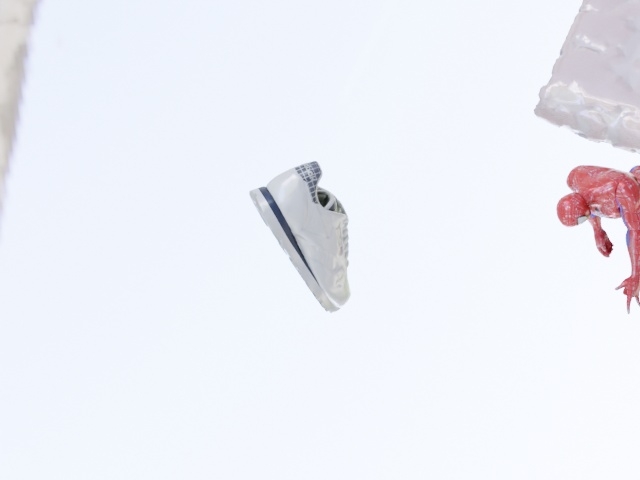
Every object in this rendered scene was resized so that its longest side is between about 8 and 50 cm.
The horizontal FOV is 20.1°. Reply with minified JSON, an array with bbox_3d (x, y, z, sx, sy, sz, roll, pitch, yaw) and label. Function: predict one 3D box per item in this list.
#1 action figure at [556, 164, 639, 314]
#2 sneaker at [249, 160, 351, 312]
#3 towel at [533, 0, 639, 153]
[{"bbox_3d":[0.322,-0.022,1.743,0.280,0.091,0.139,-13,-69,-41],"label":"action figure"},{"bbox_3d":[0.000,0.000,2.232,0.090,0.095,0.235,53,175,43],"label":"sneaker"},{"bbox_3d":[0.384,-0.166,1.528,0.053,0.331,0.317,93,-160,-56],"label":"towel"}]
